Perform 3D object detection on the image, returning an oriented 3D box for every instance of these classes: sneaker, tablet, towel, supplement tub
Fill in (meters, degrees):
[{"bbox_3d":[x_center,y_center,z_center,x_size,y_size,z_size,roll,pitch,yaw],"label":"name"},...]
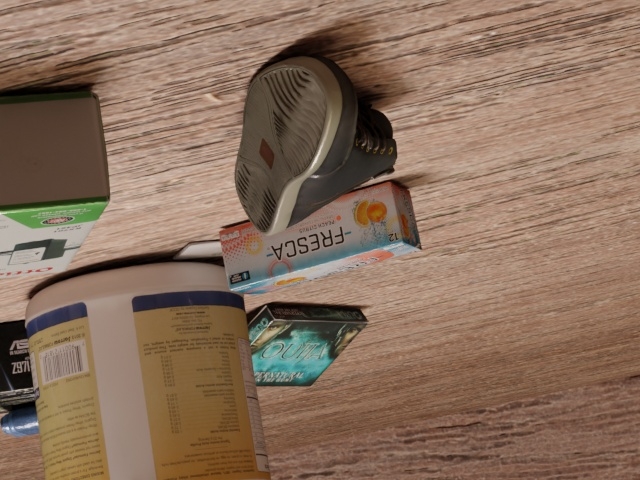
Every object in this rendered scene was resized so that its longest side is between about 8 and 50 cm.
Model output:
[{"bbox_3d":[0.010,-0.090,1.400,0.118,0.083,0.222,-26,167,-22],"label":"sneaker"},{"bbox_3d":[-0.100,0.009,1.859,0.083,0.006,0.054,-4,166,-25],"label":"tablet"},{"bbox_3d":[-0.296,0.196,2.106,0.119,0.029,0.067,-10,169,4],"label":"towel"},{"bbox_3d":[-0.171,0.197,1.903,0.228,0.316,0.228,-8,169,-2],"label":"supplement tub"}]

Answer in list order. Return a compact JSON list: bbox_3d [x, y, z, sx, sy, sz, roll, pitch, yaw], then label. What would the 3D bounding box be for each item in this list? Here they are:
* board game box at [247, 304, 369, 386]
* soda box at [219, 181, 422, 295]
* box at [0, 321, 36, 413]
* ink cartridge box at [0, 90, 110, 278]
[{"bbox_3d":[-0.039,0.130,2.284,0.186,0.026,0.126,4,134,-51],"label":"board game box"},{"bbox_3d":[0.000,0.000,1.773,0.183,0.063,0.058,-16,167,20],"label":"soda box"},{"bbox_3d":[-0.321,0.140,2.087,0.180,0.077,0.147,-8,167,-11],"label":"box"},{"bbox_3d":[-0.247,-0.033,1.364,0.153,0.087,0.208,-6,168,-17],"label":"ink cartridge box"}]
